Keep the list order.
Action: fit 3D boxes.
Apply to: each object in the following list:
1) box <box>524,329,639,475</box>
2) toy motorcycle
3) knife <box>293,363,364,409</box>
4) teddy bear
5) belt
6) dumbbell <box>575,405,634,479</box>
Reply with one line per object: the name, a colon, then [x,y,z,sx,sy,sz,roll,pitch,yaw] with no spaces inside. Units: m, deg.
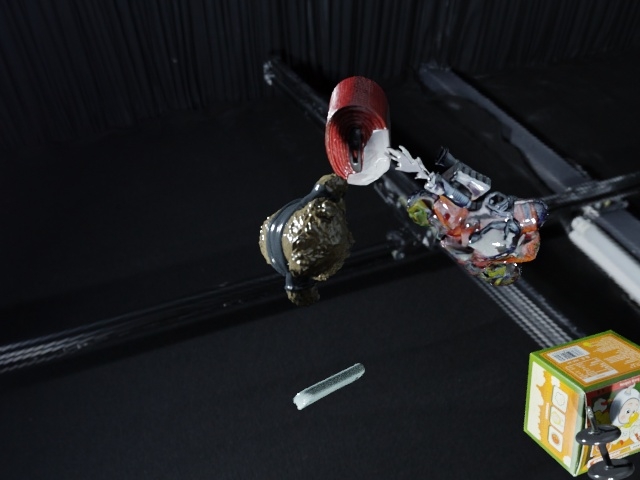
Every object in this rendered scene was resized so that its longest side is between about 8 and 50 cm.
box: [0.498,0.290,1.049,0.194,0.178,0.148,-10,-159,-19]
toy motorcycle: [0.272,-0.065,1.080,0.401,0.207,0.134,38,-135,-14]
knife: [0.015,0.246,0.976,0.162,0.044,0.023,-12,-127,-49]
teddy bear: [-0.021,0.000,0.802,0.129,0.182,0.251,1,179,-3]
belt: [0.076,-0.208,1.155,0.127,0.201,0.124,-1,-134,10]
dumbbell: [0.442,0.330,0.903,0.069,0.069,0.147,-16,-96,-19]
